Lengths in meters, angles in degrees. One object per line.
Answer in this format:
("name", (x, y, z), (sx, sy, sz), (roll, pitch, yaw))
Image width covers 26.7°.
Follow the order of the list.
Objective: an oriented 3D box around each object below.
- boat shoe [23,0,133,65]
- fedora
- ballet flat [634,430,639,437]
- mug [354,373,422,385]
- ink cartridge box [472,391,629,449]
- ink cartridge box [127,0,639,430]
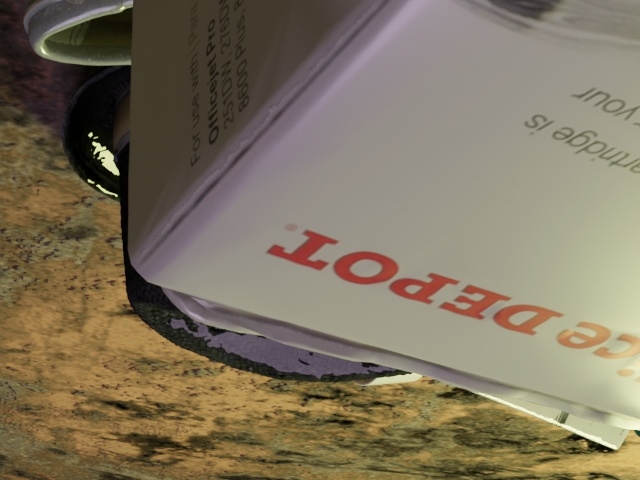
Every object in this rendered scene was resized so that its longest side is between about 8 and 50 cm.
("boat shoe", (0.030, -0.112, 0.615), (0.320, 0.103, 0.118), (7, 158, -8))
("fedora", (0.000, 0.000, 0.836), (0.334, 0.152, 0.334), (4, 158, 2))
("ballet flat", (0.375, 0.120, 1.147), (0.096, 0.095, 0.280), (3, 166, -22))
("mug", (0.062, 0.095, 1.205), (0.064, 0.078, 0.062), (9, 127, -34))
("ink cartridge box", (0.142, 0.078, 1.026), (0.191, 0.082, 0.140), (23, -178, -41))
("ink cartridge box", (0.155, -0.109, 0.398), (0.285, 0.166, 0.395), (18, 139, -30))
